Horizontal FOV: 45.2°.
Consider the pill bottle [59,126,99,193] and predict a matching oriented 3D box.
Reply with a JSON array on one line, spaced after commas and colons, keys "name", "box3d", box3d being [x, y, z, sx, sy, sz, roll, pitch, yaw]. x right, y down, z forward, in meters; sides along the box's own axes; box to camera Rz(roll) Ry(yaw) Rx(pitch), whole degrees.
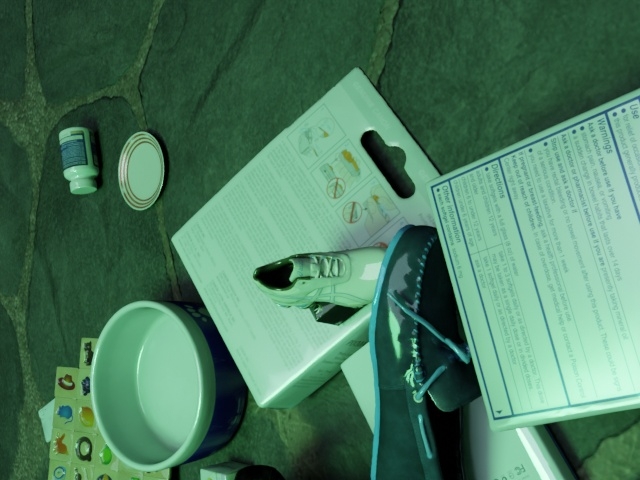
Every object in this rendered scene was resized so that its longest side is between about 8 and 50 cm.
[{"name": "pill bottle", "box3d": [-0.466, -0.154, 1.490, 0.067, 0.067, 0.120, -20, 76, 41]}]

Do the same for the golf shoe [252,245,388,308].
[{"name": "golf shoe", "box3d": [0.004, 0.041, 0.879, 0.176, 0.086, 0.069, -14, 69, 24]}]

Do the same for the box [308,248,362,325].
[{"name": "box", "box3d": [0.027, 0.060, 0.949, 0.083, 0.062, 0.052, -39, 62, 17]}]

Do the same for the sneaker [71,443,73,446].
[{"name": "sneaker", "box3d": [-0.411, 0.446, 1.452, 0.209, 0.069, 0.082, 59, 154, 18]}]

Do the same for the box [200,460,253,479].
[{"name": "box", "box3d": [-0.137, 0.510, 1.186, 0.067, 0.063, 0.324, -3, 88, 44]}]

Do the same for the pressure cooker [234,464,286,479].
[{"name": "pressure cooker", "box3d": [-0.066, 0.488, 0.909, 0.369, 0.375, 0.421, -9, 85, 46]}]

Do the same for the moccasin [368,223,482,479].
[{"name": "moccasin", "box3d": [0.134, 0.152, 0.851, 0.116, 0.137, 0.342, 10, 111, 39]}]

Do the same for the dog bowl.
[{"name": "dog bowl", "box3d": [-0.248, 0.229, 1.241, 0.264, 0.104, 0.265, -3, 84, 37]}]

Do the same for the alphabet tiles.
[{"name": "alphabet tiles", "box3d": [-0.378, 0.350, 1.381, 0.285, 0.011, 0.343, -1, 83, 28]}]

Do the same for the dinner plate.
[{"name": "dinner plate", "box3d": [-0.320, -0.125, 1.388, 0.141, 0.017, 0.141, 1, 91, 44]}]

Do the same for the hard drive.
[{"name": "hard drive", "box3d": [0.166, 0.238, 0.918, 0.210, 0.040, 0.319, -44, 62, 34]}]

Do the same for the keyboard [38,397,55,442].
[{"name": "keyboard", "box3d": [-0.513, 0.341, 1.575, 0.256, 0.014, 0.072, -36, 71, 37]}]

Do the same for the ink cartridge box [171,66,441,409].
[{"name": "ink cartridge box", "box3d": [0.000, 0.000, 1.069, 0.385, 0.091, 0.308, -41, 62, 16]}]

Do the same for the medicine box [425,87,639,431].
[{"name": "medicine box", "box3d": [0.281, 0.022, 0.736, 0.289, 0.149, 0.264, -23, 75, 40]}]
